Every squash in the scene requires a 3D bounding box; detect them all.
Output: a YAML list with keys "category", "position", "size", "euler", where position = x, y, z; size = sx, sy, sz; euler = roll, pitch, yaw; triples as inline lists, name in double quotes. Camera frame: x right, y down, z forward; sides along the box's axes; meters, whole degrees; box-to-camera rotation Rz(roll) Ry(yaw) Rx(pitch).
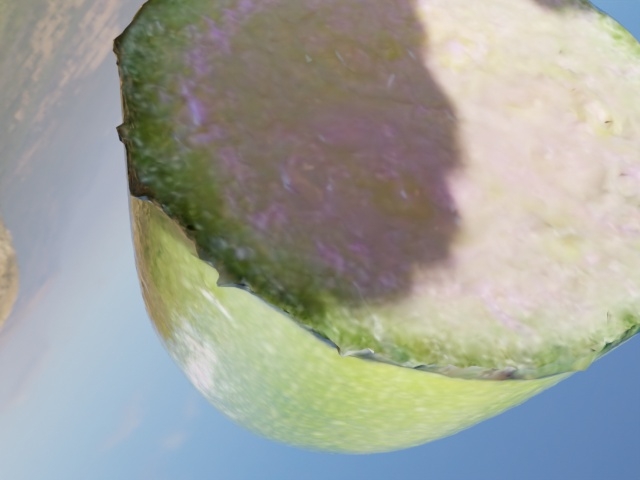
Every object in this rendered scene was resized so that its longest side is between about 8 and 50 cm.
- category: "squash"
  position: [0.022, 0.023, 0.606]
  size: [0.309, 0.310, 0.310]
  euler: [107, 8, -50]
